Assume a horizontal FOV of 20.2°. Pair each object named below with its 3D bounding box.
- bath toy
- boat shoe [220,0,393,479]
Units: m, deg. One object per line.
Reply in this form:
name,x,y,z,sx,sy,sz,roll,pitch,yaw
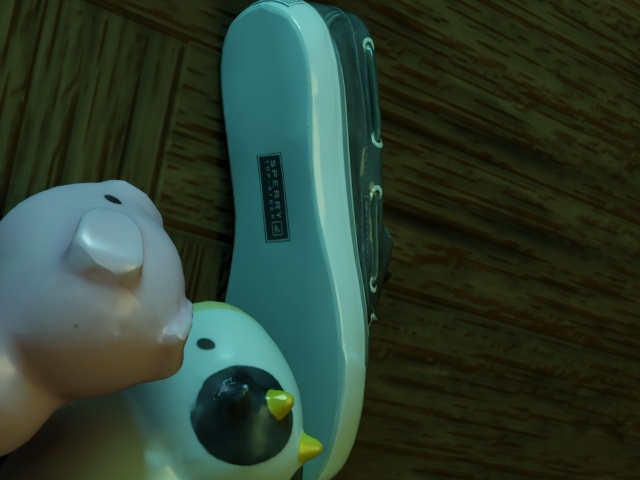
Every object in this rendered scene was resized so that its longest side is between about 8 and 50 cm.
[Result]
bath toy,-0.096,0.045,0.685,0.151,0.129,0.348,-56,133,-26
boat shoe,0.000,0.000,0.844,0.076,0.080,0.229,-9,95,-48
